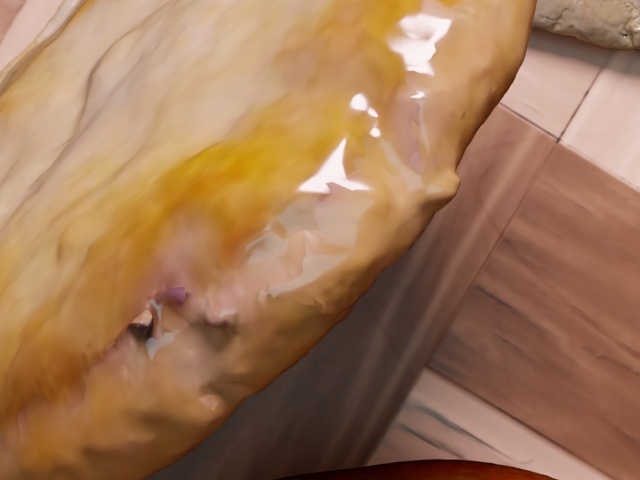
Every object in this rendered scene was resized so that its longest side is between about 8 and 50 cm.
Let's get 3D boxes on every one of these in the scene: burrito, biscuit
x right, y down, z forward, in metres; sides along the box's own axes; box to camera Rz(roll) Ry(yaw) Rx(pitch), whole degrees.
[{"bbox_3d":[0.161,-0.155,0.911,0.188,0.045,0.058,15,82,0],"label":"burrito"},{"bbox_3d":[-0.063,-0.061,0.748,0.104,0.446,0.429,44,74,-29],"label":"biscuit"}]

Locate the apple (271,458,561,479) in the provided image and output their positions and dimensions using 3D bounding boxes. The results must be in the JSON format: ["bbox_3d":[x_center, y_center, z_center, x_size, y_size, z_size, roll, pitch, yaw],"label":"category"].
[{"bbox_3d":[0.055,0.263,0.795,0.317,0.288,0.288,6,89,10],"label":"apple"}]
